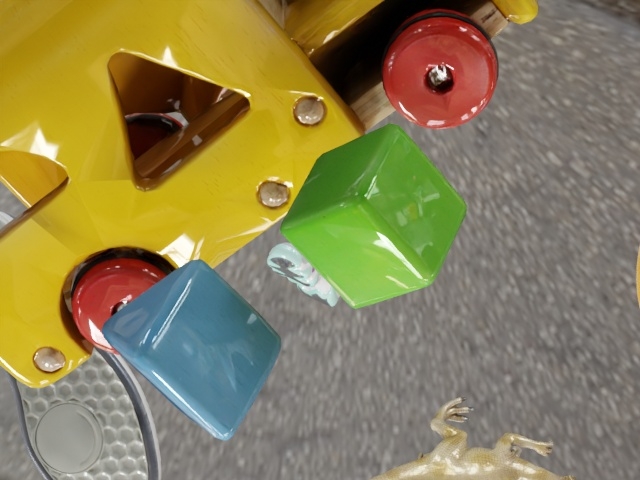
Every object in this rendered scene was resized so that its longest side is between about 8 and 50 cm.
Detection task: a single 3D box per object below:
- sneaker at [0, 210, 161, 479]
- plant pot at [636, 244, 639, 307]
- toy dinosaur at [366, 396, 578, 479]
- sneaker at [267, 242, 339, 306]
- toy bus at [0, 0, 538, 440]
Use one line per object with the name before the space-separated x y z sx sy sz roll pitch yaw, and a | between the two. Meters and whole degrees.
sneaker | -0.154 0.079 1.191 0.086 0.163 0.226 -30 81 9
plant pot | 0.353 0.033 1.232 0.205 0.188 0.205 -6 107 -22
toy dinosaur | 0.079 0.140 1.108 0.183 0.092 0.053 -3 109 4
sneaker | 0.000 0.000 1.235 0.038 0.098 0.069 24 81 21
toy bus | -0.032 -0.059 0.458 0.104 0.191 0.202 47 62 -22
